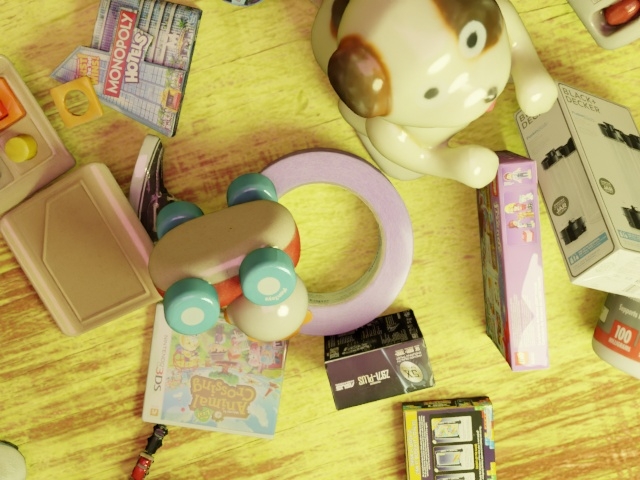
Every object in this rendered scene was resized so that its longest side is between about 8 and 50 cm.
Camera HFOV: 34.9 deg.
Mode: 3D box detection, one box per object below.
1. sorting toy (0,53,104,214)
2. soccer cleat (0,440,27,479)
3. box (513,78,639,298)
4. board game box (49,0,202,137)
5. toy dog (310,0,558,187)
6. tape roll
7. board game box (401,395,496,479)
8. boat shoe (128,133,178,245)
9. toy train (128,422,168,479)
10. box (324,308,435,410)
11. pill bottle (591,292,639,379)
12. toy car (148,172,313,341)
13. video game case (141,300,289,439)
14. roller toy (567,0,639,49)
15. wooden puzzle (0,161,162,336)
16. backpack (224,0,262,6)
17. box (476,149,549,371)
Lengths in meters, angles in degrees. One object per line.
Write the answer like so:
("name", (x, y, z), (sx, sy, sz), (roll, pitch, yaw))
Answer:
("sorting toy", (-0.482, -0.147, 1.492), (0.347, 0.047, 0.196), (-30, 101, 15))
("soccer cleat", (-0.621, 0.347, 1.556), (0.331, 0.143, 0.116), (4, 99, -1))
("box", (0.388, -0.071, 1.408), (0.169, 0.290, 0.087), (13, 140, -32))
("board game box", (-0.290, -0.269, 1.501), (0.194, 0.060, 0.194), (13, 99, -3))
("toy dog", (0.131, -0.259, 1.329), (0.284, 0.408, 0.395), (-38, 98, 5))
("tape roll", (0.000, 0.000, 1.532), (0.275, 0.090, 0.275), (0, 99, -1))
("board game box", (0.204, 0.337, 1.608), (0.141, 0.048, 0.170), (-4, 100, 2))
("boat shoe", (-0.250, -0.050, 1.532), (0.070, 0.078, 0.219), (10, 107, -1))
("toy train", (-0.283, 0.362, 1.614), (0.027, 0.036, 0.158), (26, 98, -4))
("box", (0.084, 0.174, 1.513), (0.147, 0.180, 0.077), (-14, 99, 2))
("pill bottle", (0.549, 0.028, 1.479), (0.210, 0.210, 0.363), (17, 98, -3))
("toy car", (-0.105, 0.074, 1.426), (0.210, 0.219, 0.238), (-21, 127, 3))
("video game case", (-0.164, 0.204, 1.596), (0.212, 0.023, 0.193), (8, 99, -2))
("roller toy", (0.438, -0.373, 1.419), (0.191, 0.209, 0.146), (-36, 97, 11))
("wooden puzzle", (-0.349, 0.016, 1.522), (0.238, 0.044, 0.221), (-24, 100, 33))
("backpack", (-0.111, -0.422, 1.448), (0.158, 0.117, 0.173), (20, 98, -4))
("box", (0.275, 0.022, 1.481), (0.057, 0.201, 0.293), (-6, 100, 0))
